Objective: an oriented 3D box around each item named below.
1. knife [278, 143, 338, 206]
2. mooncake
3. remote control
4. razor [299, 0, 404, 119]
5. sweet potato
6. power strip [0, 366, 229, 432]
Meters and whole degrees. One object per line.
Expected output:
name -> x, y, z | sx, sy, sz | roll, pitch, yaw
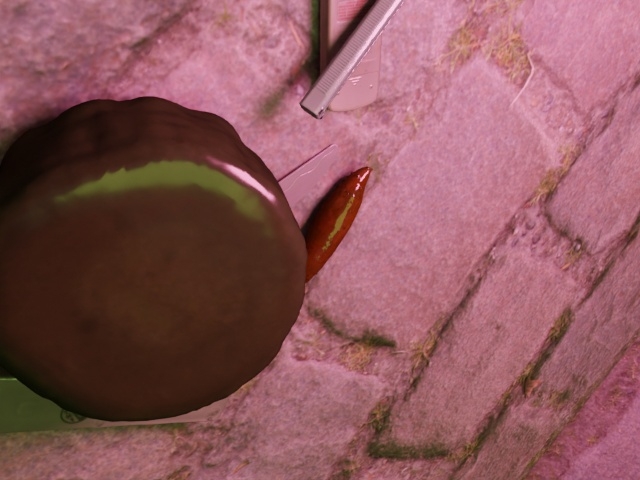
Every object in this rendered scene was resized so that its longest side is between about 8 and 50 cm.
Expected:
knife -> -0.068, -0.058, 0.894 | 0.244, 0.032, 0.058 | -33, 128, -18
mooncake -> -0.202, 0.021, 0.720 | 0.357, 0.194, 0.356 | -8, 120, -15
remote control -> 0.040, -0.261, 0.824 | 0.088, 0.029, 0.190 | -18, 127, -24
razor -> 0.072, -0.267, 0.789 | 0.278, 0.056, 0.111 | -46, 174, 1
sweet potato -> 0.000, 0.000, 0.954 | 0.057, 0.057, 0.264 | 25, 101, -42
power strip -> -0.300, 0.208, 0.882 | 0.385, 0.062, 0.091 | 10, 113, -39
